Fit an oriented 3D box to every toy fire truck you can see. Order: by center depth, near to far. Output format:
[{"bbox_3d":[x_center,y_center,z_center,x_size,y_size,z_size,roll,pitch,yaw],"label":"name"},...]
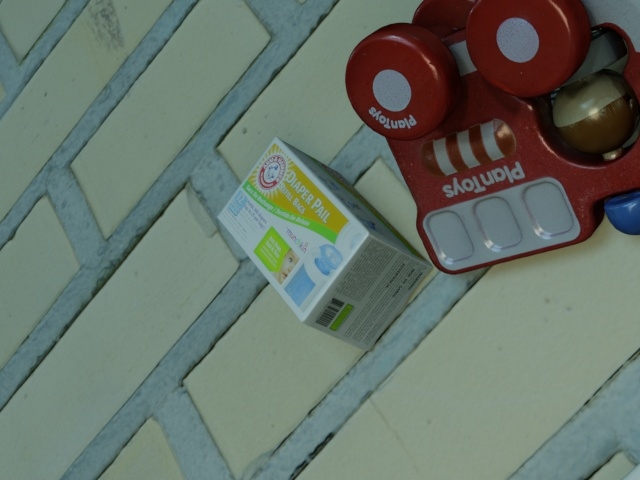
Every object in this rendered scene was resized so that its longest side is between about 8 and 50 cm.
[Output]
[{"bbox_3d":[0.185,-0.110,1.122,0.302,0.254,0.169,-16,16,37],"label":"toy fire truck"}]

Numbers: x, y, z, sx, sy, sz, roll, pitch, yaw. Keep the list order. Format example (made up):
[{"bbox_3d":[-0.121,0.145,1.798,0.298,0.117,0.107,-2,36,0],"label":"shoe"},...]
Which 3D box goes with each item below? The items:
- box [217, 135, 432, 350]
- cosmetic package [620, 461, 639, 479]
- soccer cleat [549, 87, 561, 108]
[{"bbox_3d":[0.000,0.000,1.310,0.114,0.103,0.203,-54,43,10],"label":"box"},{"bbox_3d":[0.402,0.145,0.803,0.453,0.161,0.230,-46,45,17],"label":"cosmetic package"},{"bbox_3d":[0.214,-0.136,1.226,0.083,0.029,0.035,23,83,43],"label":"soccer cleat"}]
